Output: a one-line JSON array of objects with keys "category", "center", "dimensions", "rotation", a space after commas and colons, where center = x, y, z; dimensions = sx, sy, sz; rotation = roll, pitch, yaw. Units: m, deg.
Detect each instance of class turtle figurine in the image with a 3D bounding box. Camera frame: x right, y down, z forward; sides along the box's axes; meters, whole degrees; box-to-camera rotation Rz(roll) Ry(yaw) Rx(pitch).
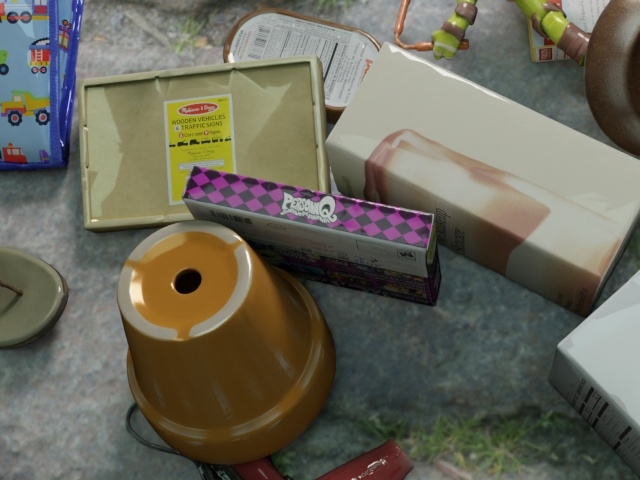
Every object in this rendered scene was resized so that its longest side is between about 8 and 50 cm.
[{"category": "turtle figurine", "center": [0.211, -0.287, 1.281], "dimensions": [0.217, 0.087, 0.269], "rotation": [31, 83, 19]}]

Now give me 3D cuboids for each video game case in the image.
[{"category": "video game case", "center": [0.000, 0.000, 1.208], "dimensions": [0.232, 0.210, 0.041], "rotation": [12, 75, 11]}]

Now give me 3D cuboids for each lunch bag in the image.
[{"category": "lunch bag", "center": [-0.385, -0.201, 1.371], "dimensions": [0.221, 0.138, 0.293], "rotation": [1, 83, 5]}]

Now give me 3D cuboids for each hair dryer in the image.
[{"category": "hair dryer", "center": [-0.055, 0.237, 1.214], "dimensions": [0.294, 0.080, 0.223], "rotation": [-3, 73, 6]}]

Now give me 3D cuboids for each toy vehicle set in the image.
[{"category": "toy vehicle set", "center": [-0.125, -0.101, 1.323], "dimensions": [0.267, 0.035, 0.165], "rotation": [-4, 82, 10]}]

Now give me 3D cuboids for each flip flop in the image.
[{"category": "flip flop", "center": [-0.396, 0.025, 1.319], "dimensions": [0.277, 0.080, 0.112], "rotation": [29, 79, 15]}]

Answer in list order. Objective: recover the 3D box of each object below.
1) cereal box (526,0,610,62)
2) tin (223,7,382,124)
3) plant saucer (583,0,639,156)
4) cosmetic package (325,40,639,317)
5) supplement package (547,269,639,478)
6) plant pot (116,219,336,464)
[{"category": "cereal box", "center": [0.339, -0.287, 1.331], "dimensions": [0.240, 0.047, 0.173], "rotation": [-4, 74, 8]}, {"category": "tin", "center": [-0.016, -0.192, 1.358], "dimensions": [0.190, 0.040, 0.106], "rotation": [16, 81, 12]}, {"category": "plant saucer", "center": [0.360, -0.175, 1.241], "dimensions": [0.199, 0.036, 0.198], "rotation": [-4, 106, -16]}, {"category": "cosmetic package", "center": [0.166, -0.058, 1.234], "dimensions": [0.296, 0.153, 0.129], "rotation": [28, 78, 15]}, {"category": "supplement package", "center": [0.371, 0.143, 1.123], "dimensions": [0.199, 0.198, 0.262], "rotation": [-41, 73, -5]}, {"category": "plant pot", "center": [-0.102, 0.083, 1.182], "dimensions": [0.205, 0.188, 0.205], "rotation": [-6, 57, 9]}]
